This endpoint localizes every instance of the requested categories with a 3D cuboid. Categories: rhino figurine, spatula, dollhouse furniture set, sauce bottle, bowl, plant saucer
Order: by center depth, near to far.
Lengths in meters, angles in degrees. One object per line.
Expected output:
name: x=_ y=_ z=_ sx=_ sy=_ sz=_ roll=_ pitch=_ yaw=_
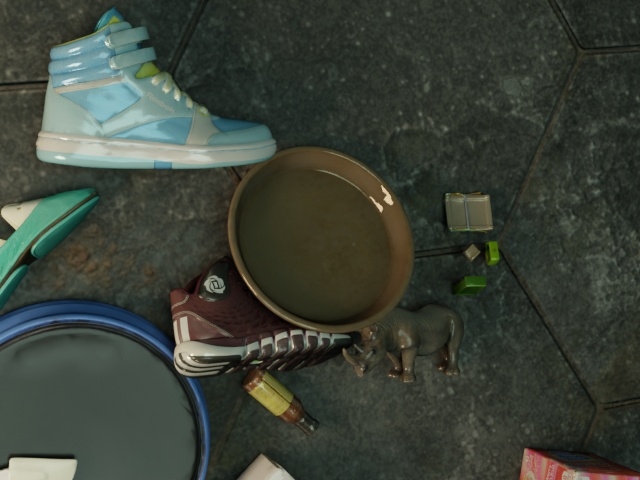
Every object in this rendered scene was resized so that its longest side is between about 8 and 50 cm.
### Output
spatula: x=-0.434 y=0.356 z=1.301 sx=0.242 sy=0.019 sz=0.168 roll=5 pitch=93 yaw=-19
bowl: x=-0.334 y=0.275 z=1.381 sx=0.391 sy=0.077 sz=0.391 roll=-1 pitch=94 yaw=-19
plant saucer: x=0.000 y=0.000 z=1.448 sx=0.278 sy=0.041 sz=0.278 roll=8 pitch=65 yaw=-19
sauce bottle: x=-0.055 y=0.235 z=1.493 sx=0.128 sy=0.042 sz=0.042 roll=45 pitch=79 yaw=-16
rhino figurine: x=0.120 y=0.148 z=1.502 sx=0.243 sy=0.073 sz=0.106 roll=-2 pitch=93 yaw=-40
dollhouse furniture set: x=0.225 y=0.004 z=1.585 sx=0.076 sy=0.058 sz=0.152 roll=-2 pitch=75 yaw=-12

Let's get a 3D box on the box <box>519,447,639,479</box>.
box: x=0.389 y=0.488 z=1.608 sx=0.142 sy=0.154 sz=0.300 roll=9 pitch=90 yaw=-20

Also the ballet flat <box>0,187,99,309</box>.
ballet flat: x=-0.397 y=0.005 z=1.342 sx=0.087 sy=0.083 sz=0.247 roll=40 pitch=78 yaw=1

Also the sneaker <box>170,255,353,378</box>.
sneaker: x=-0.084 y=0.095 z=1.446 sx=0.281 sy=0.106 sz=0.162 roll=1 pitch=63 yaw=-38

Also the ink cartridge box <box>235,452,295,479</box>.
ink cartridge box: x=-0.094 y=0.437 z=1.466 sx=0.219 sy=0.092 sz=0.160 roll=-45 pitch=106 yaw=-12

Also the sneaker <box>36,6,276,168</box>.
sneaker: x=-0.209 y=-0.198 z=1.367 sx=0.319 sy=0.127 sz=0.208 roll=0 pitch=95 yaw=-20
